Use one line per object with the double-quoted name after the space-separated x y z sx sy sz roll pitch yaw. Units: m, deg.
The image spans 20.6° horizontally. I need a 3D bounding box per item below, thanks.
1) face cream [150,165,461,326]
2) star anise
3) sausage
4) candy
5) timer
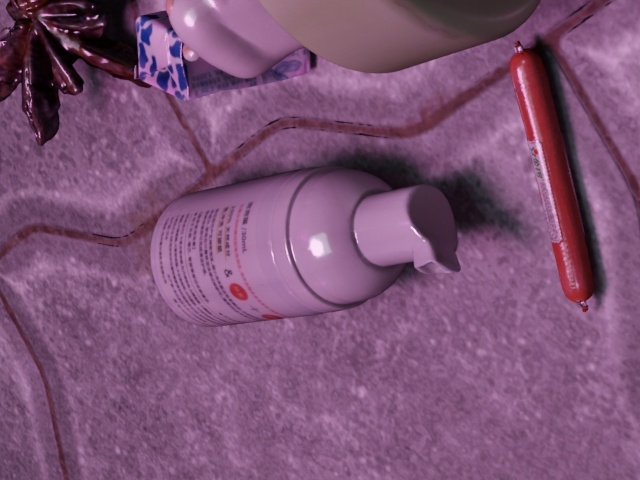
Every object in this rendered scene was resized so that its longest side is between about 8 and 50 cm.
0.000 0.000 1.722 0.370 0.145 0.145 -9 102 46 "face cream"
-0.291 -0.248 1.923 0.212 0.129 0.282 5 103 38 "star anise"
0.207 -0.055 1.564 0.034 0.034 0.253 -4 105 46 "sausage"
-0.096 -0.191 1.717 0.092 0.160 0.073 24 121 45 "candy"
-0.014 -0.246 1.486 0.315 0.291 0.291 -25 89 43 "timer"
